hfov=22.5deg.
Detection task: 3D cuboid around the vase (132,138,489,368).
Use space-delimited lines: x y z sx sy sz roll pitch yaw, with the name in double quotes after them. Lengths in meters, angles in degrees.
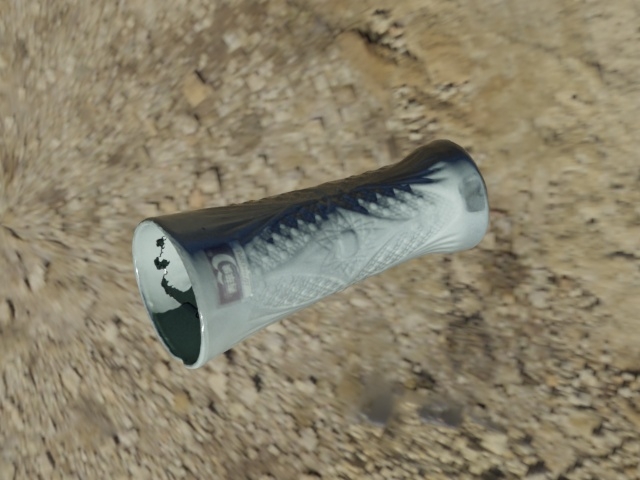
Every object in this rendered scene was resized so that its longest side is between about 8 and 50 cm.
0.000 0.000 1.013 0.219 0.096 0.096 -19 94 -25 "vase"
